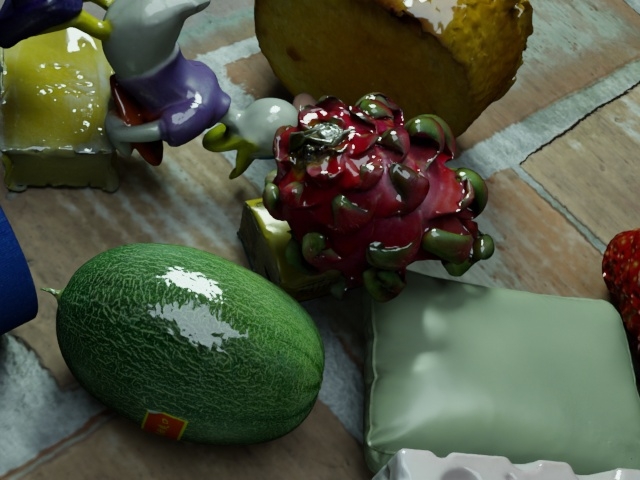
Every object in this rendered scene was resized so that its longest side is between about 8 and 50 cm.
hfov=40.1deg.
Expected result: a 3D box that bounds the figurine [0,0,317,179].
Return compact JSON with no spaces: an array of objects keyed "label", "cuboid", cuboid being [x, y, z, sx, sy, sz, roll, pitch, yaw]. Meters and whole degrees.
[{"label":"figurine","cuboid":[-0.153,-0.183,0.989,0.421,0.193,0.154,38,30,-27]}]

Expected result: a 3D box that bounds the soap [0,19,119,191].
[{"label":"soap","cuboid":[-0.315,-0.170,1.060,0.135,0.076,0.233,-1,56,-18]}]

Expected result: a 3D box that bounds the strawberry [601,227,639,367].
[{"label":"strawberry","cuboid":[0.471,0.072,1.044,0.261,0.261,0.257,7,55,-14]}]

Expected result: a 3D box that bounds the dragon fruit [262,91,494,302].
[{"label":"dragon fruit","cuboid":[0.074,-0.047,0.914,0.273,0.198,0.218,-4,66,-15]}]

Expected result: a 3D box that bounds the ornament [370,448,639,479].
[{"label":"ornament","cuboid":[0.145,0.338,0.740,0.240,0.239,0.239,8,54,-13]}]

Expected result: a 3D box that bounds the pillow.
[{"label":"pillow","cuboid":[0.199,0.156,0.967,0.322,0.119,0.255,10,52,-10]}]

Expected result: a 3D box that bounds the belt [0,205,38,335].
[{"label":"belt","cuboid":[-0.408,-0.048,0.845,0.117,0.212,0.347,-31,84,-32]}]

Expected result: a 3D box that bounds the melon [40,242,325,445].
[{"label":"melon","cuboid":[-0.135,0.097,0.858,0.288,0.182,0.182,24,51,-2]}]

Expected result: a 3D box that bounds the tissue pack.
[{"label":"tissue pack","cuboid":[0.000,0.000,1.037,0.169,0.082,0.120,-12,61,-26]}]

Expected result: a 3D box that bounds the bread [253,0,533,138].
[{"label":"bread","cuboid":[0.077,-0.276,1.109,0.358,0.336,0.204,29,59,13]}]
